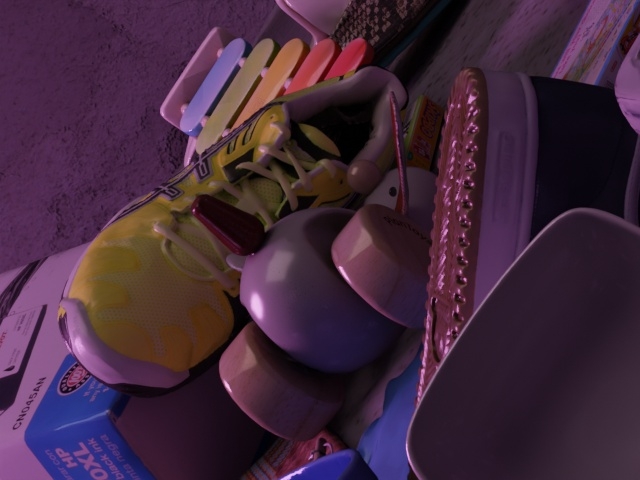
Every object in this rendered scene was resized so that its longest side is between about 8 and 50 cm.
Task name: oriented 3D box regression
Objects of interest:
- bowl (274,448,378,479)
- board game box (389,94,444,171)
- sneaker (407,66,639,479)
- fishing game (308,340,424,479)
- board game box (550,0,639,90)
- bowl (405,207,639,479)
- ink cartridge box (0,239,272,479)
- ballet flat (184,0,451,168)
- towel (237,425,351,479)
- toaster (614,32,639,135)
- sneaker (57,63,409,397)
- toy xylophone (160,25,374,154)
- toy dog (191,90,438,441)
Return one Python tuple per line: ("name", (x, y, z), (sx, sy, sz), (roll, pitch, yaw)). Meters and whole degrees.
("bowl", (-0.123, 0.239, 0.781), (0.391, 0.077, 0.391), (-34, -2, -1))
("board game box", (0.022, -0.014, 1.512), (0.259, 0.039, 0.124), (-46, 15, 33))
("sneaker", (0.126, 0.065, 0.755), (0.099, 0.153, 0.282), (-123, 37, -75))
("fishing game", (0.079, 0.114, 0.916), (0.264, 0.041, 0.189), (-43, 23, 28))
("board game box", (0.203, -0.140, 1.119), (0.154, 0.026, 0.103), (-61, 12, -19))
("bowl", (0.122, 0.074, 0.656), (0.142, 0.142, 0.053), (-55, -25, 4))
("ink cartridge box", (-0.235, 0.151, 1.421), (0.394, 0.166, 0.285), (-18, 30, 32))
("ballet flat", (-0.022, -0.176, 1.761), (0.483, 0.182, 0.164), (-54, 8, 12))
("towel", (-0.108, 0.275, 1.100), (0.370, 0.040, 0.271), (-47, 12, -4))
("toaster", (0.212, -0.071, 0.590), (0.227, 0.146, 0.129), (-57, 11, 1))
("sneaker", (-0.065, -0.028, 1.268), (0.385, 0.145, 0.147), (-47, -6, -42))
("toy xylophone", (-0.057, -0.092, 1.584), (0.322, 0.081, 0.236), (18, 77, 55))
("toy dog", (0.000, 0.000, 1.106), (0.220, 0.161, 0.334), (-47, 3, 0))
